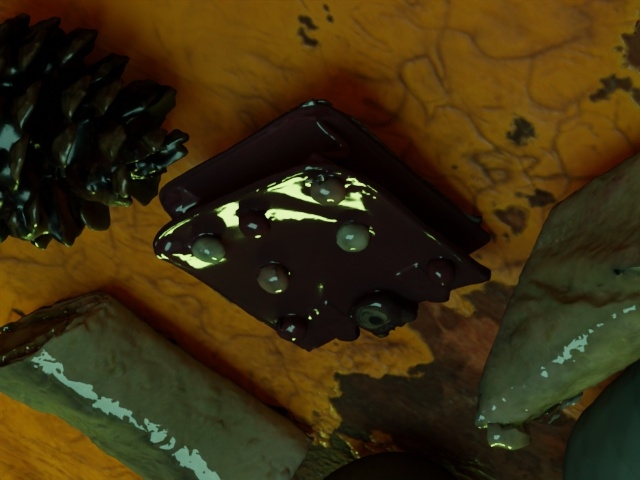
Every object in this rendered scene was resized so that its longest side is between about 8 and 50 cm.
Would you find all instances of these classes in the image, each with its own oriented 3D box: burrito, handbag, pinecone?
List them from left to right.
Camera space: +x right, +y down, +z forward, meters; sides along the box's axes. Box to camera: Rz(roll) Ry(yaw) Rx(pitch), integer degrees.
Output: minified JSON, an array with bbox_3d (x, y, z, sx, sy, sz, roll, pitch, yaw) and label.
[{"bbox_3d":[-0.215,-0.080,1.457,0.204,0.179,0.184,21,158,-14],"label":"pinecone"},{"bbox_3d":[-0.164,0.149,1.664,0.299,0.105,0.143,34,137,-6],"label":"burrito"},{"bbox_3d":[-0.001,0.002,1.451,0.203,0.074,0.216,-24,132,36],"label":"handbag"},{"bbox_3d":[0.242,0.001,1.308,0.107,0.175,0.348,34,127,-17],"label":"burrito"}]

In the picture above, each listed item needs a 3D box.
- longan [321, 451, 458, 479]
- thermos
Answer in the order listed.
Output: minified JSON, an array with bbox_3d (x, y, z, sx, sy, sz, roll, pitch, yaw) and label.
[{"bbox_3d":[0.058,0.272,1.627,0.167,0.167,0.187,38,154,-8],"label":"longan"},{"bbox_3d":[0.286,0.173,1.449,0.182,0.145,0.286,22,137,-12],"label":"thermos"}]
